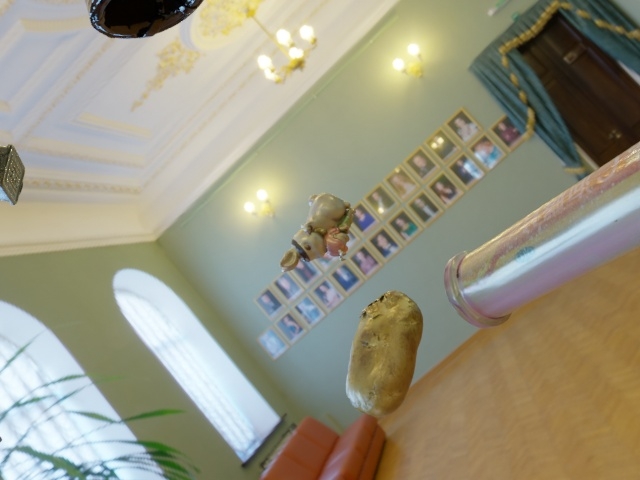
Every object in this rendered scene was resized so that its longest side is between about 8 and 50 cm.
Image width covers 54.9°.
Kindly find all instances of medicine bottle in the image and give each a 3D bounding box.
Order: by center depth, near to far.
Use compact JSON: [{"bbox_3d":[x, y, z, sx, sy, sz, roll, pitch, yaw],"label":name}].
[{"bbox_3d":[0.301,-0.027,0.651,0.108,0.108,0.426,-36,-5,-39],"label":"medicine bottle"}]

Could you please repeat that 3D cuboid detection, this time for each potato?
[{"bbox_3d":[0.083,0.146,0.806,0.107,0.079,0.171,139,147,-64],"label":"potato"}]

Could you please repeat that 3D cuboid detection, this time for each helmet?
[{"bbox_3d":[-0.341,-0.520,1.184,0.278,0.161,0.230,-31,-8,24],"label":"helmet"}]

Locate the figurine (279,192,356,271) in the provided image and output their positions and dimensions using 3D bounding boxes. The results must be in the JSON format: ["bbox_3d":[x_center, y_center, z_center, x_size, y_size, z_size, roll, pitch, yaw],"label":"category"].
[{"bbox_3d":[0.000,-0.005,1.022,0.146,0.098,0.081,-65,-33,-21],"label":"figurine"}]

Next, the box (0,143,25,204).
[{"bbox_3d":[-0.588,-0.122,1.113,0.122,0.068,0.084,125,152,-67],"label":"box"}]

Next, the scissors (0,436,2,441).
[{"bbox_3d":[-0.808,0.400,1.239,0.024,0.160,0.317,-24,-14,32],"label":"scissors"}]
